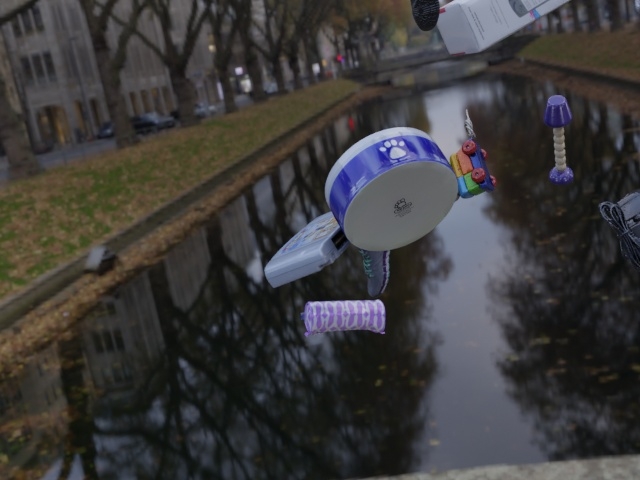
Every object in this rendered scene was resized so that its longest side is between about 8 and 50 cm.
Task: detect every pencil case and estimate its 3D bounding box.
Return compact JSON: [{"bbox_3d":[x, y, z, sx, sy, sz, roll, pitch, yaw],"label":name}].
[{"bbox_3d":[0.059,0.192,2.069,0.206,0.088,0.086,-2,-3,-10],"label":"pencil case"}]

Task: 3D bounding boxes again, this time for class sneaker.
[{"bbox_3d":[0.178,-0.476,1.527,0.051,0.170,0.089,-15,30,6],"label":"sneaker"},{"bbox_3d":[0.132,0.046,2.238,0.098,0.223,0.083,-1,17,-28],"label":"sneaker"}]

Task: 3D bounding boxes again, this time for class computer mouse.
[{"bbox_3d":[0.784,-0.054,2.026,0.072,0.188,0.272,-33,-1,41],"label":"computer mouse"}]

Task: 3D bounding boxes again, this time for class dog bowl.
[{"bbox_3d":[0.149,-0.103,1.747,0.265,0.265,0.104,-14,51,-15],"label":"dog bowl"}]

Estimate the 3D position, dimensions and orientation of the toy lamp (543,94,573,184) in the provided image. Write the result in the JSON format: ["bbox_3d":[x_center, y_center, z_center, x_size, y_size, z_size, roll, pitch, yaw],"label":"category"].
[{"bbox_3d":[0.659,-0.278,2.312,0.080,0.274,0.080,-9,43,8],"label":"toy lamp"}]

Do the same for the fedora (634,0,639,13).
[{"bbox_3d":[0.746,-0.535,1.713,0.124,0.243,0.275,20,-12,-13],"label":"fedora"}]

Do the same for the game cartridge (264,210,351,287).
[{"bbox_3d":[0.000,0.000,1.905,0.198,0.062,0.297,-17,17,35],"label":"game cartridge"}]

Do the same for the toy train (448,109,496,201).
[{"bbox_3d":[0.391,-0.233,2.370,0.143,0.248,0.105,-25,-24,25],"label":"toy train"}]

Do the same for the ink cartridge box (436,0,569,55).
[{"bbox_3d":[0.449,-0.570,2.000,0.306,0.131,0.226,-31,12,-4],"label":"ink cartridge box"}]
